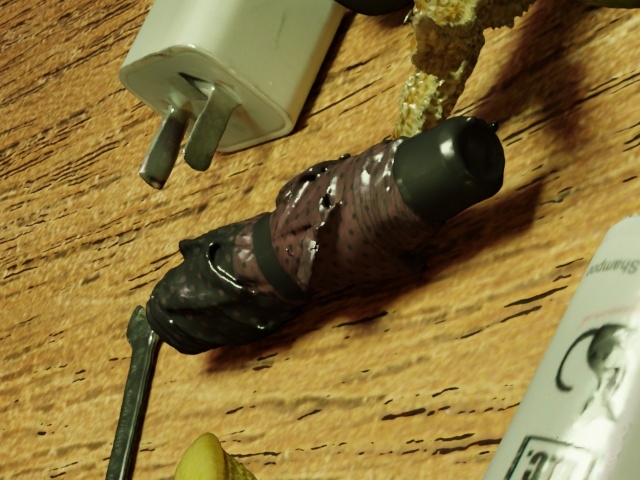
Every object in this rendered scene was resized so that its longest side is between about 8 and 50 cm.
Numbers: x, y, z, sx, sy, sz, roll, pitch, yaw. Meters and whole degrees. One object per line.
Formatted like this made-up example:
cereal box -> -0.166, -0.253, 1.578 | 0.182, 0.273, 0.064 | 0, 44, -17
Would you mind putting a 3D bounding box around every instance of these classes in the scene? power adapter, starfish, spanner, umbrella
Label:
power adapter -> -0.083, -0.134, 1.428 | 0.130, 0.125, 0.205 | -11, 49, 52
starfish -> 0.114, -0.200, 1.136 | 0.293, 0.084, 0.301 | -56, -12, -12
spanner -> -0.142, 0.136, 1.313 | 0.054, 0.015, 0.254 | -33, 32, 32
umbrella -> 0.000, 0.000, 1.171 | 0.326, 0.094, 0.090 | -27, 63, 42

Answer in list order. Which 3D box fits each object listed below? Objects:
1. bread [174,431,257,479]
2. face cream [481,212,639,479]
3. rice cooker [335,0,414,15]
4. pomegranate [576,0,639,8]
bread -> -0.075, 0.218, 1.066 | 0.149, 0.065, 0.187 | -50, 28, 28
face cream -> 0.107, 0.179, 0.723 | 0.145, 0.145, 0.369 | -2, 55, 57
rice cooker -> 0.051, -0.268, 1.387 | 0.142, 0.118, 0.203 | -22, 40, 46
pomegranate -> 0.204, -0.305, 0.963 | 0.216, 0.358, 0.310 | 0, 34, 34
